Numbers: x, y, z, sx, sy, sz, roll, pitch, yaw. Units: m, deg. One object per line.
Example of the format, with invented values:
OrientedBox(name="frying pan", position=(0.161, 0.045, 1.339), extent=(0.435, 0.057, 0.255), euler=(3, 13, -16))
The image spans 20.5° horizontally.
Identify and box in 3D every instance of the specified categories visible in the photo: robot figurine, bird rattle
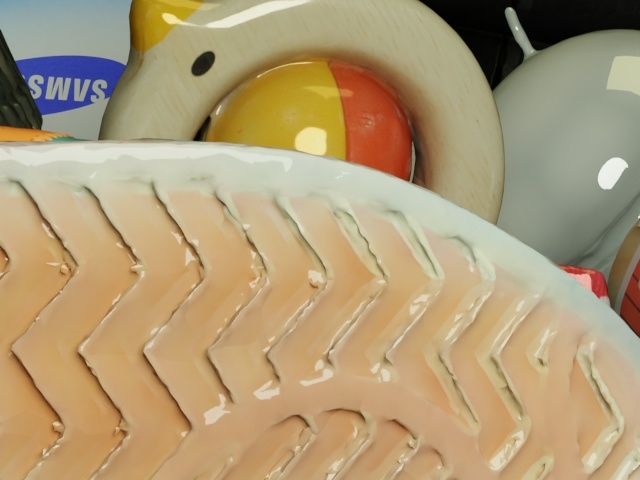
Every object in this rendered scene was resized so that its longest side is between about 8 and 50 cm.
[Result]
OrientedBox(name="robot figurine", position=(0.222, 0.007, 1.110), extent=(0.353, 0.300, 0.200), euler=(40, -48, -11))
OrientedBox(name="bird rattle", position=(0.000, 0.000, 0.691), extent=(0.253, 0.207, 0.143), euler=(4, 19, -9))

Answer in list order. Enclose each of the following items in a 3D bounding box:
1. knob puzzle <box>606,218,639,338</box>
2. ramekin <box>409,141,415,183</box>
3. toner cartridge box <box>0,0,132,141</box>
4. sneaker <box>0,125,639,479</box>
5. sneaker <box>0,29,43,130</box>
OrientedBox(name="knob puzzle", position=(0.181, 0.068, 0.709), extent=(0.213, 0.030, 0.213), euler=(36, -23, 18))
OrientedBox(name="ramekin", position=(0.096, 0.019, 1.270), extent=(0.109, 0.207, 0.207), euler=(3, -6, 30))
OrientedBox(name="toner cartridge box", position=(-0.230, -0.133, 0.812), extent=(0.347, 0.165, 0.075), euler=(0, 20, -38))
OrientedBox(name="sneaker", position=(-0.072, 0.019, 0.384), extent=(0.302, 0.108, 0.121), euler=(12, 4, -19))
OrientedBox(name="sneaker", position=(-0.237, -0.014, 0.597), extent=(0.158, 0.182, 0.410), euler=(56, 17, -2))
